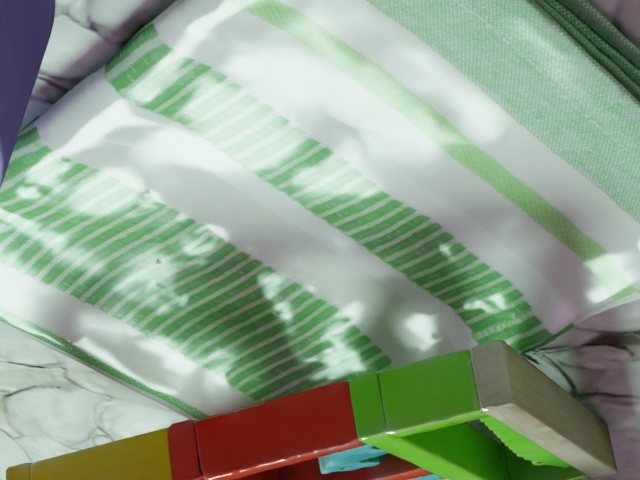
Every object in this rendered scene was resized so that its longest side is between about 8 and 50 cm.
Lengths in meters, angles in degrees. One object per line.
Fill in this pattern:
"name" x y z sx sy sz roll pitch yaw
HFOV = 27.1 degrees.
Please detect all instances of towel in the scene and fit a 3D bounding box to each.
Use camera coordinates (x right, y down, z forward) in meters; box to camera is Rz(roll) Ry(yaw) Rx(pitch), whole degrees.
"towel" 0.000 0.000 0.563 0.248 0.038 0.325 33 138 -30

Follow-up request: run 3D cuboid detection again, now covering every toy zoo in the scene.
"toy zoo" -0.017 0.121 0.663 0.293 0.030 0.192 -17 156 19

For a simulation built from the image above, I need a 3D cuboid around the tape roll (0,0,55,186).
"tape roll" -0.194 -0.075 0.460 0.189 0.080 0.189 6 144 4
